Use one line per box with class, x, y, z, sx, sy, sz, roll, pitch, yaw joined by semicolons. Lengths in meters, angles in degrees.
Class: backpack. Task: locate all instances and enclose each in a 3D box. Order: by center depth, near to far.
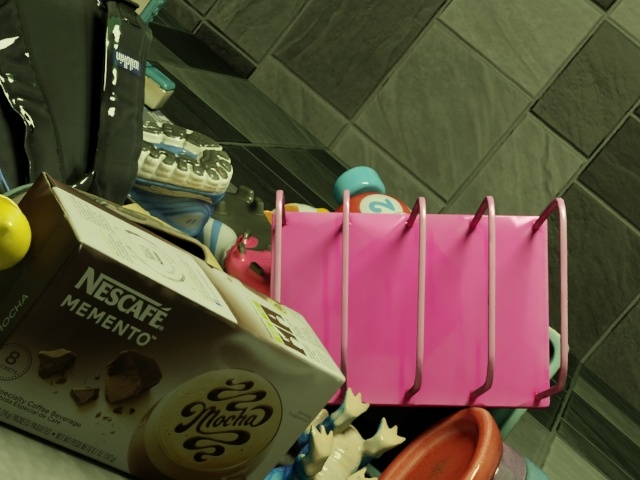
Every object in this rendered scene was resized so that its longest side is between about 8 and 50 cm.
backpack;-0.304;-0.119;1.407;0.276;0.213;0.263;2;72;-60

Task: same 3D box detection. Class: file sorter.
file sorter;0.093;0.056;1.451;0.291;0.202;0.182;1;-11;0

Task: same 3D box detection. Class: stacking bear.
stacking bear;0.200;0.325;1.487;0.289;0.175;0.164;49;42;-12

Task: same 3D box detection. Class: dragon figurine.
dragon figurine;-0.011;0.229;1.354;0.085;0.144;0.289;41;30;-2

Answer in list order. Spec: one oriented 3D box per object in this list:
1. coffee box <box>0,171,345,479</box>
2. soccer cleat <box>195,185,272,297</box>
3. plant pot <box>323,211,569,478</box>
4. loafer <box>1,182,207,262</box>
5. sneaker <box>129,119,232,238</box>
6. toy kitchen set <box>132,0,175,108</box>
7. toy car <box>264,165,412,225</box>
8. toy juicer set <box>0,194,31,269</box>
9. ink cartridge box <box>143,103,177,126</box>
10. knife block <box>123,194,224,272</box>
coffee box;-0.150;0.094;1.227;0.297;0.168;0.119;32;13;-37
soccer cleat;-0.079;0.045;1.714;0.116;0.143;0.331;2;20;-20
plant pot;0.090;0.142;1.680;0.247;0.248;0.252;38;-6;-4
loafer;-0.198;-0.001;1.325;0.084;0.096;0.267;4;-1;26
sneaker;-0.276;-0.081;1.690;0.330;0.147;0.130;22;28;2
toy kitchen set;-0.254;-0.287;2.113;0.122;0.166;0.207;39;12;2
toy car;0.000;0.000;2.013;0.238;0.210;0.219;27;27;-46
toy juicer set;-0.321;0.018;1.073;0.209;0.089;0.329;5;21;-11
ink cartridge box;-0.310;-0.202;2.199;0.303;0.072;0.307;41;13;13
knife block;-0.208;0.024;1.539;0.242;0.088;0.275;30;14;-39
